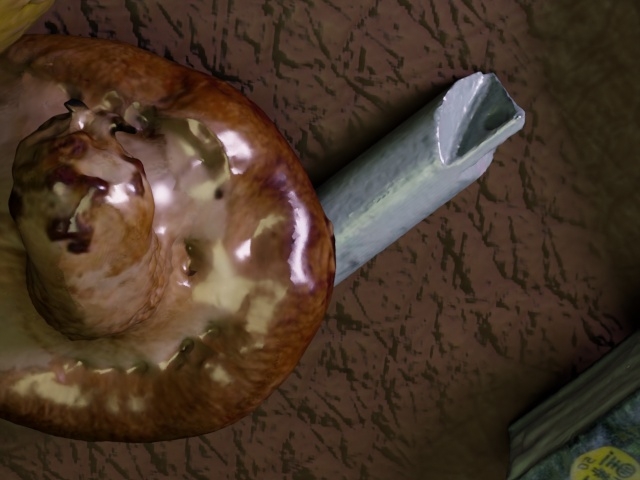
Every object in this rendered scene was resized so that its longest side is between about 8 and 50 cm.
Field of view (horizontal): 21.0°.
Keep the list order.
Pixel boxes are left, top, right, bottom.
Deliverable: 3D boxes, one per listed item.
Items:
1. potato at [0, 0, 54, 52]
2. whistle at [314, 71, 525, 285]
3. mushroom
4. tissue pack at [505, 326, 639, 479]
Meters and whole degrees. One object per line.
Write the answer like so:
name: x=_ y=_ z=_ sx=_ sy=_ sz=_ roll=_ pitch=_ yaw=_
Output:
potato: x=-0.309 y=-0.181 z=0.841 sx=0.442 sy=0.385 sz=0.319 roll=-4 pitch=126 yaw=6
whistle: x=0.000 y=0.000 z=1.125 sx=0.312 sy=0.062 sz=0.062 roll=-37 pitch=112 yaw=9
mushroom: x=-0.148 y=0.005 z=1.024 sx=0.267 sy=0.254 sz=0.267 roll=4 pitch=97 yaw=35
tissue pack: x=0.284 y=0.164 z=1.195 sx=0.257 sy=0.081 sz=0.185 roll=33 pitch=128 yaw=-18
